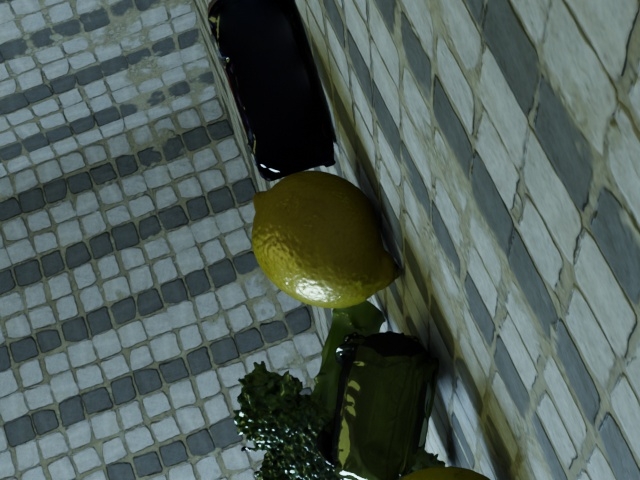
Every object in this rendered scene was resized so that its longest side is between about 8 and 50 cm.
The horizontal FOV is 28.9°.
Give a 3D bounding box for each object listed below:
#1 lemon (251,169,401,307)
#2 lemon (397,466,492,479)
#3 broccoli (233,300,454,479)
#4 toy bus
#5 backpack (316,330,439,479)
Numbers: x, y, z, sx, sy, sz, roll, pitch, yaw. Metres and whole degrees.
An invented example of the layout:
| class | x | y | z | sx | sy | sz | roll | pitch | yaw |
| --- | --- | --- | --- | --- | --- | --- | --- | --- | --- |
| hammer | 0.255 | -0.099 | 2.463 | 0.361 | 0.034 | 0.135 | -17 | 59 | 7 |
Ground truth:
| class | x | y | z | sx | sy | sz | roll | pitch | yaw |
| --- | --- | --- | --- | --- | --- | --- | --- | --- | --- |
| lemon | 0.000 | 0.000 | 1.753 | 0.244 | 0.187 | 0.187 | 34 | 163 | 16 |
| lemon | 0.154 | 0.379 | 1.552 | 0.231 | 0.192 | 0.192 | -38 | 71 | 56 |
| broccoli | 0.068 | 0.302 | 1.983 | 0.397 | 0.275 | 0.353 | -49 | -52 | -67 |
| toy bus | -0.078 | -0.241 | 1.855 | 0.147 | 0.127 | 0.303 | -116 | 6 | -67 |
| backpack | 0.085 | 0.222 | 1.700 | 0.253 | 0.140 | 0.207 | -9 | -71 | -77 |
